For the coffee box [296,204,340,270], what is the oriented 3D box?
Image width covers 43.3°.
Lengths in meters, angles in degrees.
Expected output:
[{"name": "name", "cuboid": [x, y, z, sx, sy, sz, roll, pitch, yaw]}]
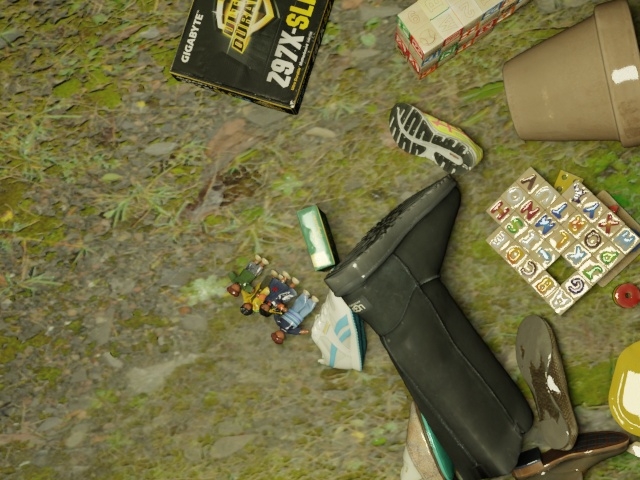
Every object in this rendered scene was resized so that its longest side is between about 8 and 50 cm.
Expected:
[{"name": "coffee box", "cuboid": [0.000, 0.000, 1.474, 0.040, 0.184, 0.113, -17, 84, 4]}]

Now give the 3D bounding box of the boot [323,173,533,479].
[{"name": "boot", "cuboid": [0.247, 0.146, 1.443, 0.445, 0.146, 0.367, 52, 53, -5]}]

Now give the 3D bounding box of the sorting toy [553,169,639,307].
[{"name": "sorting toy", "cuboid": [0.522, -0.011, 1.500, 0.132, 0.046, 0.274, -43, 83, 1]}]

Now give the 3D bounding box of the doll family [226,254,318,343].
[{"name": "doll family", "cuboid": [-0.095, 0.114, 1.512, 0.193, 0.076, 0.111, 27, 66, 37]}]

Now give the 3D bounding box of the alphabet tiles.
[{"name": "alphabet tiles", "cuboid": [0.430, -0.015, 1.489, 0.198, 0.009, 0.237, -46, 71, 13]}]

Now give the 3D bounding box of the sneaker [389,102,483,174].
[{"name": "sneaker", "cuboid": [0.220, -0.194, 1.530, 0.208, 0.094, 0.081, 41, 125, 24]}]

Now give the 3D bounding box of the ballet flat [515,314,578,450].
[{"name": "ballet flat", "cuboid": [0.418, 0.257, 1.467, 0.084, 0.058, 0.250, -34, 56, 42]}]

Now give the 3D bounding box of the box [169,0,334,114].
[{"name": "box", "cuboid": [-0.121, -0.433, 1.571, 0.257, 0.079, 0.322, 18, 87, 4]}]

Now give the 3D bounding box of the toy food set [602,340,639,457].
[{"name": "toy food set", "cuboid": [0.596, 0.287, 1.467, 0.128, 0.071, 0.218, 15, 85, 30]}]

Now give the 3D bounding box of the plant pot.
[{"name": "plant pot", "cuboid": [0.456, -0.273, 1.443, 0.229, 0.263, 0.263, -13, 85, 21]}]

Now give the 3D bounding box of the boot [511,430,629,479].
[{"name": "boot", "cuboid": [0.460, 0.417, 1.453, 0.219, 0.082, 0.106, -22, 95, 22]}]

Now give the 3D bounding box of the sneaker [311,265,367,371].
[{"name": "sneaker", "cuboid": [0.029, 0.146, 1.465, 0.092, 0.087, 0.229, 2, 123, 13]}]

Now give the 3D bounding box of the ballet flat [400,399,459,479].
[{"name": "ballet flat", "cuboid": [0.209, 0.449, 1.468, 0.106, 0.107, 0.316, -28, 83, 16]}]

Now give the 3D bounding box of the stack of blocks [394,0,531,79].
[{"name": "stack of blocks", "cuboid": [0.285, -0.434, 1.488, 0.297, 0.171, 0.087, -33, 84, 1]}]
